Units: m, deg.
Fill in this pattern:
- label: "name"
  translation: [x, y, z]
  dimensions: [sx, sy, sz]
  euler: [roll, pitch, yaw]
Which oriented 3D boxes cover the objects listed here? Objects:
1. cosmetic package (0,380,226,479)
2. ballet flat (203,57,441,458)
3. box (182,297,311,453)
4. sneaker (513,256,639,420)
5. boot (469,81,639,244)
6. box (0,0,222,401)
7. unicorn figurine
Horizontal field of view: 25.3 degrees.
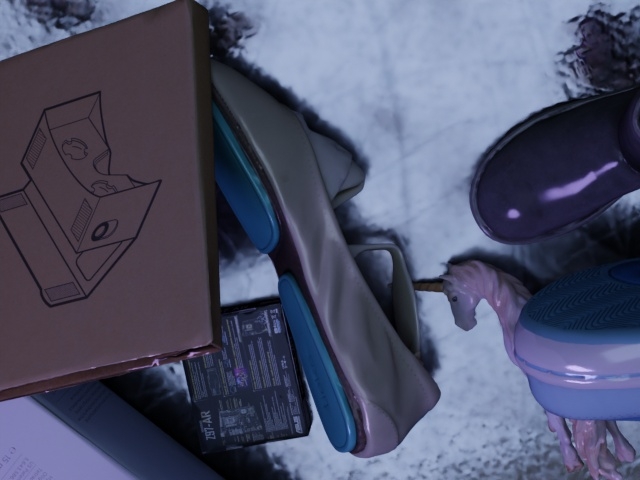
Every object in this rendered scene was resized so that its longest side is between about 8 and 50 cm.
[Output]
- label: "cosmetic package"
  translation: [-0.178, 0.291, 0.857]
  dimensions: [0.284, 0.097, 0.377]
  euler: [39, 100, 0]
- label: "ballet flat"
  translation: [0.000, 0.000, 0.809]
  dimensions: [0.086, 0.086, 0.248]
  euler: [-23, 90, 8]
- label: "box"
  translation: [-0.046, 0.081, 0.851]
  dimensions: [0.067, 0.018, 0.083]
  euler: [-11, 98, 7]
- label: "sneaker"
  translation: [0.236, 0.114, 0.730]
  dimensions: [0.319, 0.127, 0.208]
  euler: [-3, 105, -24]
- label: "boot"
  translation: [0.159, -0.049, 0.716]
  dimensions: [0.190, 0.208, 0.076]
  euler: [-31, 94, 9]
- label: "box"
  translation: [-0.130, -0.021, 0.772]
  dimensions: [0.164, 0.021, 0.201]
  euler: [-15, 65, 24]
- label: "unicorn figurine"
  translation: [0.121, 0.067, 0.798]
  dimensions: [0.060, 0.162, 0.111]
  euler: [-37, 112, -14]
